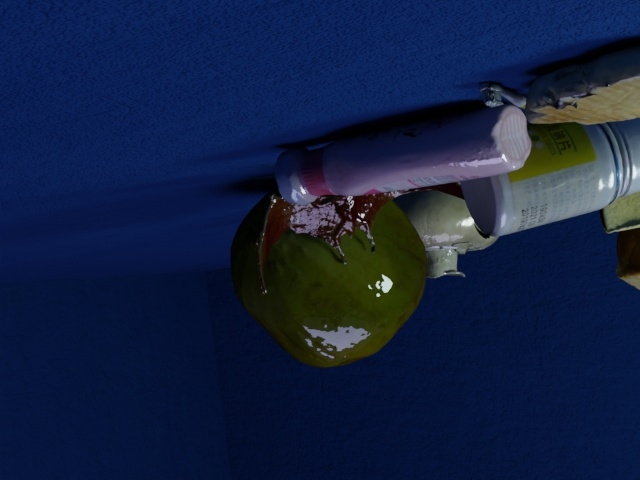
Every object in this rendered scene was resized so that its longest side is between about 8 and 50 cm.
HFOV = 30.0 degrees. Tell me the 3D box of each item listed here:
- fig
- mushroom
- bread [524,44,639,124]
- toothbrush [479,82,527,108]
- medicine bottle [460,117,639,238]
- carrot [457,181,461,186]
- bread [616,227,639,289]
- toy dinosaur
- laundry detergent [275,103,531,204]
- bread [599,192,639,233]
[{"bbox_3d":[0.002,0.038,2.031,0.343,0.343,0.343,-8,176,0],"label":"fig"},{"bbox_3d":[0.233,-0.024,2.316,0.246,0.202,0.246,0,169,0],"label":"mushroom"},{"bbox_3d":[0.382,-0.178,1.337,0.316,0.054,0.316,-7,175,-1],"label":"bread"},{"bbox_3d":[0.254,-0.167,1.465,0.021,0.024,0.288,-12,175,28],"label":"toothbrush"},{"bbox_3d":[0.334,-0.100,1.663,0.258,0.143,0.143,-13,178,-13],"label":"medicine bottle"},{"bbox_3d":[0.296,-0.116,2.050,0.260,0.070,0.070,-4,175,-32],"label":"carrot"},{"bbox_3d":[0.733,-0.031,2.255,0.207,0.279,0.279,25,160,-27],"label":"bread"},{"bbox_3d":[0.062,-0.035,1.811,0.327,0.207,0.113,1,-145,-26],"label":"toy dinosaur"},{"bbox_3d":[0.099,-0.109,1.567,0.335,0.088,0.159,-8,-175,29],"label":"laundry detergent"},{"bbox_3d":[0.565,-0.101,2.085,0.167,0.163,0.264,-10,177,14],"label":"bread"}]
